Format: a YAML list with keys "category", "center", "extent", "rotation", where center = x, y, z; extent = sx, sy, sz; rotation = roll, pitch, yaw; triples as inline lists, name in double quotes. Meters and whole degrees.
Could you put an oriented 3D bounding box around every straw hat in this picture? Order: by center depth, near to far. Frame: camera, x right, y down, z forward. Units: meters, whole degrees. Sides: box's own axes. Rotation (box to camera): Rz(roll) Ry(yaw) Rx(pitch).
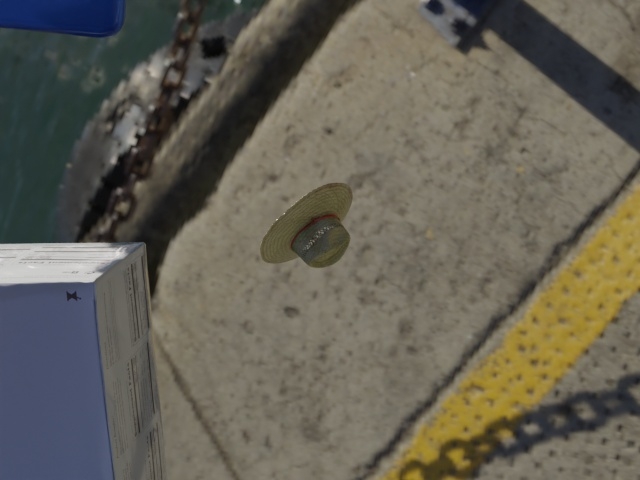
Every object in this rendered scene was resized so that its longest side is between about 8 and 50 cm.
- category: "straw hat"
  center: [0.000, 0.000, 1.583]
  extent: [0.144, 0.144, 0.061]
  rotation: [-49, 62, 17]

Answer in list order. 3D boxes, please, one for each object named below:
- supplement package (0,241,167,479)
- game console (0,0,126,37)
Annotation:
- category: "supplement package"
  center: [-0.269, 0.145, 1.179]
  extent: [0.204, 0.145, 0.262]
  rotation: [-1, 103, 10]
- category: "game console"
  center: [-0.338, -0.392, 1.391]
  extent: [0.250, 0.173, 0.293]
  rotation: [39, 129, 46]
